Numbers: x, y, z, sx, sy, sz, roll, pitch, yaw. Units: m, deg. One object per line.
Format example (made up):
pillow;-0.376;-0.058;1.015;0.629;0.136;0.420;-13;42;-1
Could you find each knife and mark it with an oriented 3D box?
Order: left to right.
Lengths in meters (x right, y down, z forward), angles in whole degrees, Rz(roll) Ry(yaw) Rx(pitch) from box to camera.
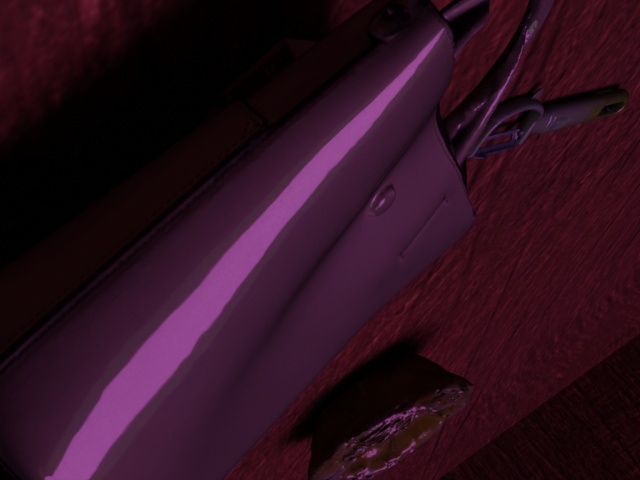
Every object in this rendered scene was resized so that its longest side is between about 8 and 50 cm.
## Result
knife;0.172;-0.095;0.928;0.212;0.015;0.054;-16;145;-49

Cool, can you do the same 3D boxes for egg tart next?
egg tart;0.059;0.178;1.303;0.197;0.078;0.197;-32;161;-12

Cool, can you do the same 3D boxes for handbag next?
handbag;0.000;0.000;0.574;0.315;0.109;0.241;-37;161;-4

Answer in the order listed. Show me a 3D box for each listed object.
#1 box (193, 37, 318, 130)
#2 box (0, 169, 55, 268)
box;-0.048;-0.022;0.647;0.198;0.029;0.109;-45;162;25
box;-0.164;0.029;0.545;0.125;0.027;0.126;-34;163;-15
